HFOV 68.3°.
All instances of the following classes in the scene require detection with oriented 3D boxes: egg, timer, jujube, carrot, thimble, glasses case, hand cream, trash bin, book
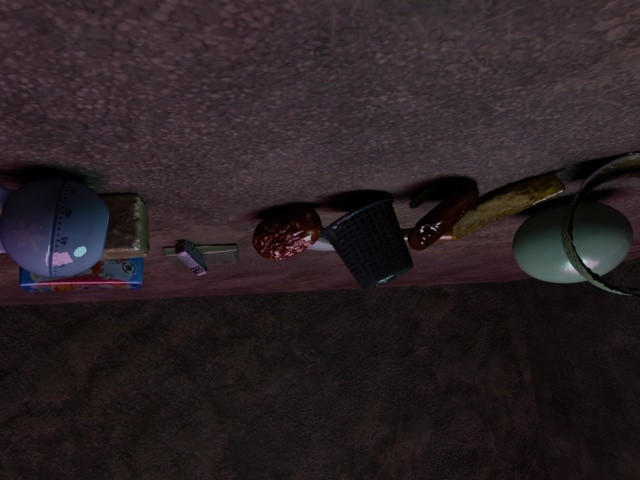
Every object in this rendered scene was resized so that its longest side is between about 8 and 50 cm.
[{"bbox_3d":[0.621,0.006,1.181,0.202,0.203,0.282,4,162,-37],"label":"egg"},{"bbox_3d":[-0.462,-0.031,0.746,0.255,0.176,0.175,13,168,0],"label":"timer"},{"bbox_3d":[-0.074,-0.018,1.056,0.176,0.109,0.112,-25,-166,40],"label":"jujube"},{"bbox_3d":[0.280,-0.015,1.356,0.247,0.043,0.043,-3,169,1],"label":"carrot"},{"bbox_3d":[0.606,-0.020,0.898,0.270,0.271,0.150,-9,171,19],"label":"thimble"},{"bbox_3d":[0.000,0.000,1.290,0.076,0.050,0.197,-14,165,38],"label":"glasses case"},{"bbox_3d":[0.219,-0.093,1.003,0.035,0.022,0.102,-1,163,-17],"label":"hand cream"},{"bbox_3d":[0.111,0.017,1.010,0.175,0.161,0.175,-25,171,-4],"label":"trash bin"},{"bbox_3d":[-0.361,0.053,1.475,0.214,0.025,0.283,-3,169,-11],"label":"book"}]

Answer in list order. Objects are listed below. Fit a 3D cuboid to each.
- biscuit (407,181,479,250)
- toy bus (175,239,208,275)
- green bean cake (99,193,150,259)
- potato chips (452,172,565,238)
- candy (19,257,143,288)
[{"bbox_3d":[0.256,-0.049,0.983,0.192,0.049,0.192,-38,167,-10],"label":"biscuit"},{"bbox_3d":[-0.355,0.050,1.306,0.036,0.052,0.131,-19,143,6],"label":"toy bus"},{"bbox_3d":[-0.414,-0.021,0.871,0.179,0.109,0.085,-3,169,-6],"label":"green bean cake"},{"bbox_3d":[0.397,-0.068,1.098,0.080,0.057,0.407,-16,171,-15],"label":"potato chips"},{"bbox_3d":[-0.674,0.090,1.347,0.305,0.100,0.157,2,168,-25],"label":"candy"}]
